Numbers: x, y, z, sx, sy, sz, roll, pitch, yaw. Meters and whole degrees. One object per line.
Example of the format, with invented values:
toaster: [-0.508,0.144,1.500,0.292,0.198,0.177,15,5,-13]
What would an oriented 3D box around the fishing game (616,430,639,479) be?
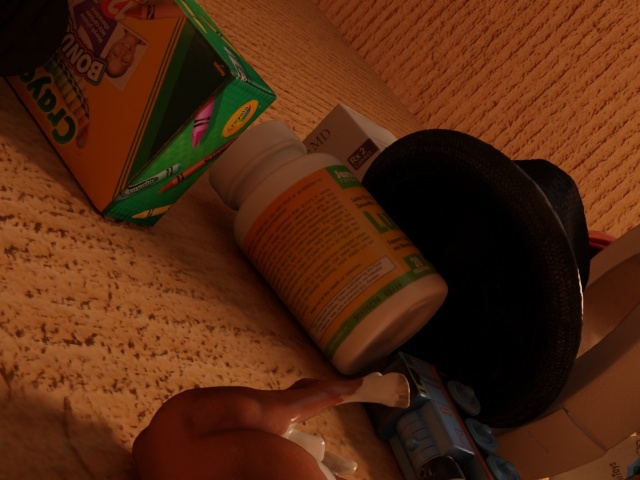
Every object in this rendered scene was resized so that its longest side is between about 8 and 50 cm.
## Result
fishing game: [0.301,0.241,1.030,0.041,0.189,0.264,24,54,10]

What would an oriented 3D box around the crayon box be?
crayon box: [-0.186,-0.169,0.942,0.278,0.165,0.081,51,15,23]

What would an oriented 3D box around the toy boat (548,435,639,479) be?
toy boat: [0.352,0.335,1.201,0.231,0.151,0.151,-87,160,-71]

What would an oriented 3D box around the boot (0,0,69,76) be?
boot: [-0.346,-0.300,0.917,0.348,0.131,0.260,41,15,-16]

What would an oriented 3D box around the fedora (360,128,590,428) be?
fedora: [0.177,0.025,1.104,0.152,0.334,0.334,-25,66,-35]

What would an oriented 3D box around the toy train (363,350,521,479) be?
toy train: [0.110,0.189,0.987,0.105,0.080,0.184,25,25,-33]

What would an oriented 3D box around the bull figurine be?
bull figurine: [-0.009,0.164,0.539,0.188,0.101,0.310,-3,26,-16]

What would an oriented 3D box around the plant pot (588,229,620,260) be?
plant pot: [0.409,0.117,1.718,0.272,0.272,0.265,47,6,5]

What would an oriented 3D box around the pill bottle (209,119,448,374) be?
pill bottle: [0.000,0.000,1.062,0.245,0.136,0.136,50,14,18]

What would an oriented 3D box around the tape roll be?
tape roll: [0.326,0.105,1.196,0.072,0.392,0.392,45,14,-3]

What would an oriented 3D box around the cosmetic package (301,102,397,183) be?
cosmetic package: [0.056,-0.041,1.311,0.183,0.151,0.151,51,15,25]
